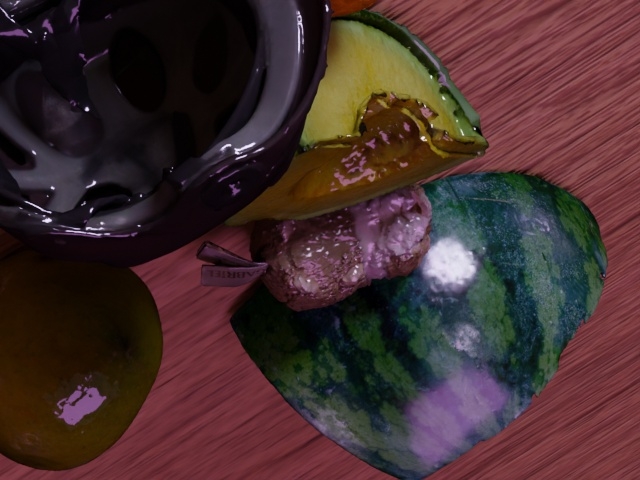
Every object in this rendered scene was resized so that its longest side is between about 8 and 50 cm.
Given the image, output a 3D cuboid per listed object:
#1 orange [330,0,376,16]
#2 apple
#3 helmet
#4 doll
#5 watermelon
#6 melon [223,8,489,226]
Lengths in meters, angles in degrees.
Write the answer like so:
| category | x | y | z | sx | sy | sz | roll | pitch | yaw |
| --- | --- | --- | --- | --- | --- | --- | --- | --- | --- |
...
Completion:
| category | x | y | z | sx | sy | sz | roll | pitch | yaw |
| --- | --- | --- | --- | --- | --- | --- | --- | --- | --- |
| orange | 0.011 | -0.224 | 1.245 | 0.136 | 0.117 | 0.135 | -15 | 138 | -14 |
| apple | -0.223 | 0.095 | 1.418 | 0.157 | 0.196 | 0.196 | 24 | 121 | -24 |
| helmet | -0.117 | -0.094 | 1.219 | 0.305 | 0.225 | 0.177 | -21 | 156 | 4 |
| doll | -0.001 | 0.007 | 1.533 | 0.221 | 0.105 | 0.115 | -24 | -172 | -13 |
| watermelon | 0.136 | 0.093 | 1.661 | 0.292 | 0.222 | 0.319 | -40 | 145 | 20 |
| melon | -0.007 | -0.096 | 1.400 | 0.169 | 0.129 | 0.265 | -29 | 167 | 34 |
